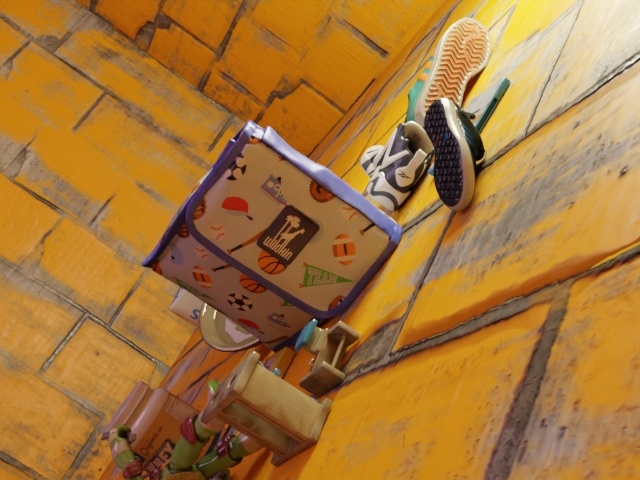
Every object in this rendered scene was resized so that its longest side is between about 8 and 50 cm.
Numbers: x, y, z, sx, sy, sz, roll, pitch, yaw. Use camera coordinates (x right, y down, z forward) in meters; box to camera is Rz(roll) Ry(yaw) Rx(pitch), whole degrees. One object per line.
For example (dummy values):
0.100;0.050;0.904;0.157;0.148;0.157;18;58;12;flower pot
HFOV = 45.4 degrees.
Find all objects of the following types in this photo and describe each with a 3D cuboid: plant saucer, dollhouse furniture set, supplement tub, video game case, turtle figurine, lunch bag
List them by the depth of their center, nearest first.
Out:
-0.055;0.191;1.069;0.129;0.129;0.183;-46;13;47;dollhouse furniture set
-0.215;0.322;1.187;0.266;0.198;0.274;-43;1;9;turtle figurine
0.247;-0.189;1.281;0.166;0.015;0.119;-57;9;-16;video game case
-0.087;-0.005;1.346;0.385;0.328;0.238;-41;19;47;lunch bag
-0.288;0.367;1.429;0.144;0.200;0.144;-53;9;12;supplement tub
-0.152;0.137;1.724;0.278;0.041;0.277;-22;42;21;plant saucer

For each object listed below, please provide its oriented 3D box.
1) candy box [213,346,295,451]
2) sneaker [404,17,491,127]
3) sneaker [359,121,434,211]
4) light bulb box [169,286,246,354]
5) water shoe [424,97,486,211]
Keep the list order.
-0.118;0.291;1.380;0.105;0.027;0.205;-36;21;56;candy box
0.237;-0.315;1.516;0.302;0.108;0.121;-61;14;-27;sneaker
0.154;-0.163;1.436;0.153;0.094;0.235;-50;10;20;sneaker
-0.180;0.045;2.008;0.361;0.225;0.358;-54;9;13;light bulb box
0.206;-0.124;1.088;0.073;0.080;0.203;-51;34;45;water shoe
